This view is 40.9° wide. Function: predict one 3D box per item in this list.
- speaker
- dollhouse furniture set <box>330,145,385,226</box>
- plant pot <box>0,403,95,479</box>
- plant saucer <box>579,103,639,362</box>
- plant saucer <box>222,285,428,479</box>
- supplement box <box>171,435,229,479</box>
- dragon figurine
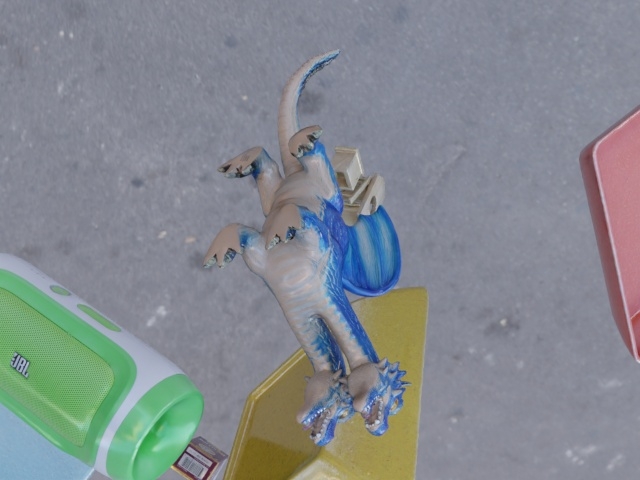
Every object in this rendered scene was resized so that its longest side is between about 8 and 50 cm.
[{"bbox_3d":[-0.266,0.123,0.879,0.131,0.297,0.131,-47,155,-30],"label":"speaker"},{"bbox_3d":[-0.006,-0.105,1.380,0.182,0.101,0.161,9,143,24],"label":"dollhouse furniture set"},{"bbox_3d":[-0.423,0.253,1.317,0.248,0.247,0.252,44,81,-8],"label":"plant pot"},{"bbox_3d":[0.366,-0.047,0.893,0.258,0.048,0.259,-35,119,-25],"label":"plant saucer"},{"bbox_3d":[-0.017,0.228,0.996,0.081,0.332,0.333,34,125,-15],"label":"plant saucer"},{"bbox_3d":[-0.165,0.305,1.183,0.055,0.083,0.043,32,85,7],"label":"supplement box"},{"bbox_3d":[0.000,0.000,0.600,0.085,0.289,0.144,-22,131,22],"label":"dragon figurine"}]
